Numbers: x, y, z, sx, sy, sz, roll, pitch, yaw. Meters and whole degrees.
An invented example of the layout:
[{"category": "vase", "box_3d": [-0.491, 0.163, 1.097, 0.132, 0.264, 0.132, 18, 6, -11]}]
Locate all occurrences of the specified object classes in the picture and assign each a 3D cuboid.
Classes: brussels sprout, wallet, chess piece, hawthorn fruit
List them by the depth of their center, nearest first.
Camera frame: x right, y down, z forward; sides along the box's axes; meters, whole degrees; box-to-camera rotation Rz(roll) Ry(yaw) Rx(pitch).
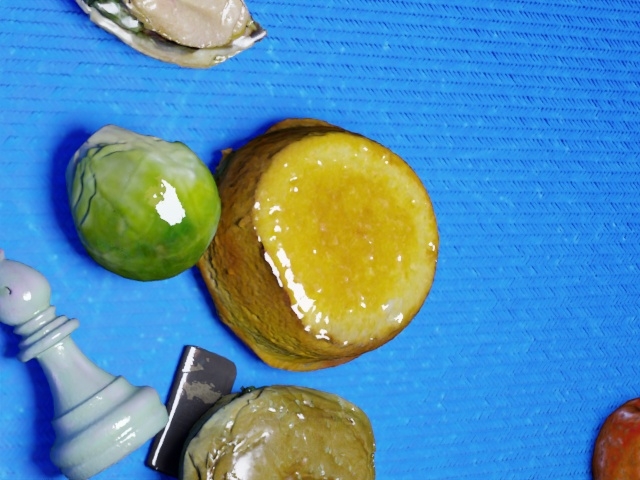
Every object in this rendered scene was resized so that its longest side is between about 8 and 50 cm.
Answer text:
[{"category": "chess piece", "box_3d": [-0.295, 0.125, 1.702, 0.139, 0.139, 0.272, -35, 93, -27]}, {"category": "brussels sprout", "box_3d": [-0.206, -0.039, 1.733, 0.180, 0.161, 0.144, 33, 38, 7]}, {"category": "wallet", "box_3d": [-0.152, 0.209, 1.830, 0.082, 0.018, 0.157, 27, 74, -28]}, {"category": "hawthorn fruit", "box_3d": [0.461, 0.308, 2.111, 0.189, 0.189, 0.189, 1, 87, -31]}]

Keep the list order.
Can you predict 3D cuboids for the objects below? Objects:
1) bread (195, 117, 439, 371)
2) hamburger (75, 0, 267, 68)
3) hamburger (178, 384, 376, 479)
[{"category": "bread", "box_3d": [0.004, 0.004, 1.842, 0.312, 0.172, 0.312, 2, 86, -29]}, {"category": "hamburger", "box_3d": [-0.178, -0.277, 1.790, 0.155, 0.135, 0.207, -53, 128, -5]}, {"category": "hamburger", "box_3d": [-0.048, 0.304, 1.811, 0.284, 0.134, 0.266, 5, 83, -35]}]
